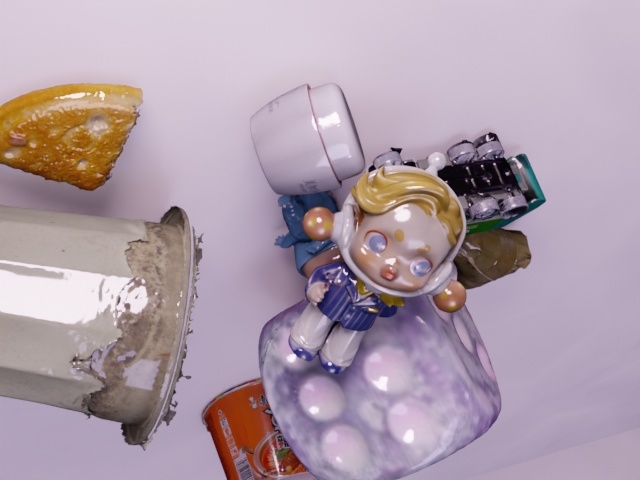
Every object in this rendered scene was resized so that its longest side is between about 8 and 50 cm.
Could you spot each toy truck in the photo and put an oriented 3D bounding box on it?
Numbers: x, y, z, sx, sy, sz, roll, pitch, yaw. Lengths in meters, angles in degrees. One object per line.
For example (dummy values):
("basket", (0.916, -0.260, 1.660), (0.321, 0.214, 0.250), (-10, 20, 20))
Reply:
("toy truck", (0.177, -0.061, 0.912), (0.254, 0.114, 0.124), (-10, 157, -15))

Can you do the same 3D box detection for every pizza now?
("pizza", (-0.250, -0.102, 0.679), (0.178, 0.041, 0.131), (-25, 144, 6))

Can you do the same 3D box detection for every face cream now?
("face cream", (-0.012, -0.108, 0.732), (0.104, 0.117, 0.117), (-17, 148, 8))

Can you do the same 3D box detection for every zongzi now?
("zongzi", (0.221, 0.032, 1.108), (0.189, 0.081, 0.178), (12, 145, -32))

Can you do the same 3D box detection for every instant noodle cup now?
("instant noodle cup", (-0.100, 0.414, 1.370), (0.251, 0.192, 0.250), (-14, 146, -10))

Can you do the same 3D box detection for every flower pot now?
("flower pot", (-0.288, 0.078, 0.737), (0.259, 0.290, 0.290), (12, 136, -25))

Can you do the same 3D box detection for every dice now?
("dice", (0.089, 0.185, 1.003), (0.270, 0.270, 0.271), (-28, 173, 19))

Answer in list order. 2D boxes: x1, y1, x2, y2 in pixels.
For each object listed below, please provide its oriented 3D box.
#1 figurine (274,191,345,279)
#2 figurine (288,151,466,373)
("figurine", (0.005, 0.000, 0.882), (0.114, 0.144, 0.178), (-33, 136, -4))
("figurine", (0.071, 0.038, 0.783), (0.194, 0.133, 0.274), (10, 119, 3))
